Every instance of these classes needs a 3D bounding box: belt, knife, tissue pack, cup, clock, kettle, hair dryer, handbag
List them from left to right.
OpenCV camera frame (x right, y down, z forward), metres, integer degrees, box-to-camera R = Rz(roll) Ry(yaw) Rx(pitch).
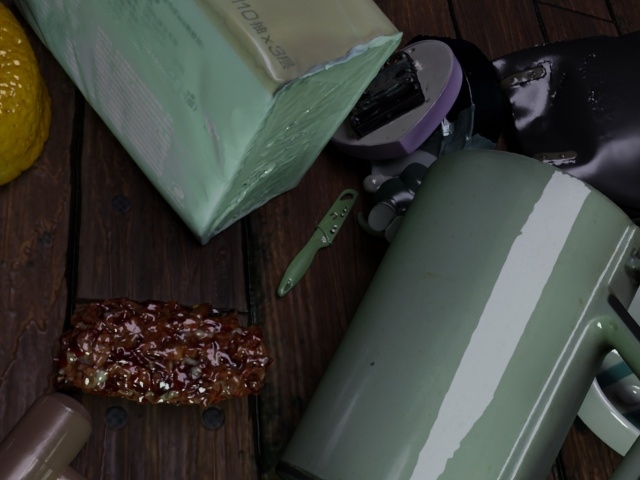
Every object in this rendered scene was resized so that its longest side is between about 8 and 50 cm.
[{"bbox_3d":[-0.216,0.235,0.698,0.182,0.064,0.117,40,51,-10],"label":"hair dryer"},{"bbox_3d":[-0.150,-0.249,0.828,0.205,0.332,0.405,-32,81,-34],"label":"tissue pack"},{"bbox_3d":[0.000,0.000,0.958,0.030,0.014,0.207,35,53,-2],"label":"knife"},{"bbox_3d":[0.088,-0.182,0.985,0.064,0.198,0.172,45,27,-39],"label":"clock"},{"bbox_3d":[0.176,-0.194,1.071,0.078,0.151,0.198,-5,64,-36],"label":"belt"},{"bbox_3d":[0.177,0.137,0.733,0.376,0.361,0.250,-58,136,-19],"label":"kettle"},{"bbox_3d":[0.417,-0.179,1.190,0.288,0.152,0.342,-1,60,-14],"label":"handbag"},{"bbox_3d":[0.394,0.141,0.939,0.258,0.219,0.289,42,44,-1],"label":"cup"}]

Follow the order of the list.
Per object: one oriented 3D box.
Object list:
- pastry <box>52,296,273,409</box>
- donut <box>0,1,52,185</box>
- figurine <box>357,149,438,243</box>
[{"bbox_3d":[-0.158,0.116,0.763,0.209,0.097,0.115,7,67,-22],"label":"pastry"},{"bbox_3d":[-0.431,-0.167,0.783,0.303,0.110,0.302,11,60,-20],"label":"donut"},{"bbox_3d":[0.115,-0.059,0.984,0.147,0.126,0.192,30,36,5],"label":"figurine"}]
